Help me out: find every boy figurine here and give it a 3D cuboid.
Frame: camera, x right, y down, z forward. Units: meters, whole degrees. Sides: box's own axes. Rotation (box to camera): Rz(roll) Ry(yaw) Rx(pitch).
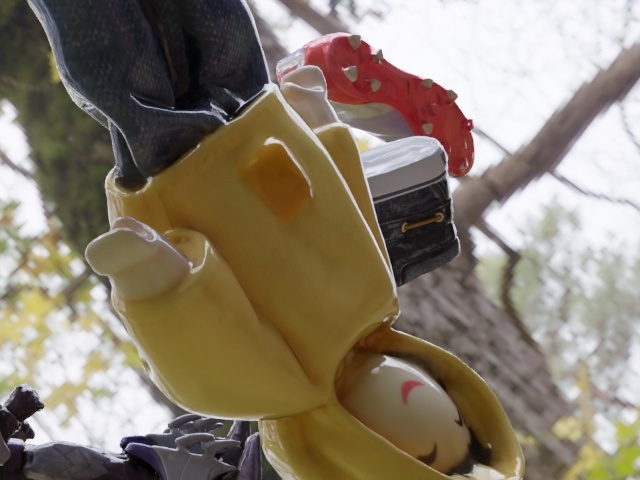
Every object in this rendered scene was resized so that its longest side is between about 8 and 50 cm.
[{"bbox_3d":[-0.024,-0.004,0.676,0.092,0.285,0.177,-25,5,29],"label":"boy figurine"}]

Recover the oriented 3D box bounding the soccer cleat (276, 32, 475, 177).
[{"bbox_3d":[0.062,-0.131,1.872,0.248,0.095,0.083,31,-119,-43],"label":"soccer cleat"}]

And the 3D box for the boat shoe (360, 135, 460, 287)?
[{"bbox_3d":[0.000,0.000,1.200,0.183,0.065,0.083,-16,-67,-4],"label":"boat shoe"}]

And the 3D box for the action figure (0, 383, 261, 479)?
[{"bbox_3d":[-0.187,0.151,1.272,0.285,0.185,0.099,5,-99,-9],"label":"action figure"}]
